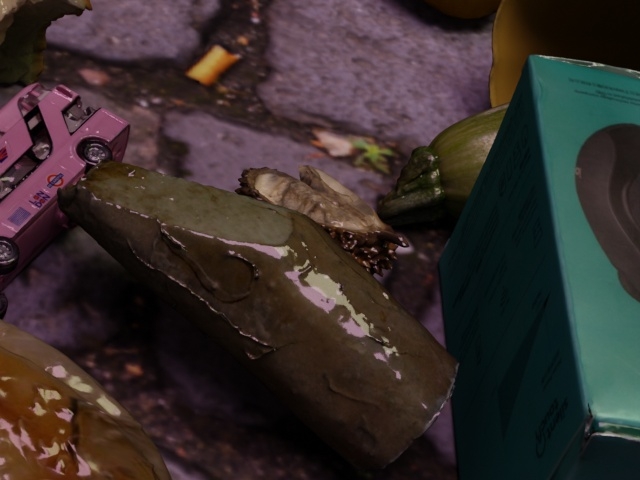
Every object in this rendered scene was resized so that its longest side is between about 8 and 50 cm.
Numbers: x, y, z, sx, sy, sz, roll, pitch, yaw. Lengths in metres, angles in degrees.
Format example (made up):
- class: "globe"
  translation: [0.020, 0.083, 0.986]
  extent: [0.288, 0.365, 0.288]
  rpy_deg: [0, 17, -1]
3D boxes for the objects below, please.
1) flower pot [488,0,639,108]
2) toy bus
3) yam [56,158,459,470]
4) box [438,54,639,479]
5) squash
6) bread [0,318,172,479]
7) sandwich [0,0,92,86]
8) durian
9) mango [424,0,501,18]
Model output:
- class: "flower pot"
  translation: [0.250, -0.132, 1.411]
  extent: [0.179, 0.195, 0.195]
  rpy_deg: [-15, 53, -48]
- class: "toy bus"
  translation: [-0.202, -0.023, 1.205]
  extent: [0.090, 0.063, 0.203]
  rpy_deg: [31, 45, 10]
- class: "yam"
  translation: [-0.036, 0.027, 1.159]
  extent: [0.259, 0.106, 0.106]
  rpy_deg: [42, 45, -1]
- class: "box"
  translation: [0.163, 0.064, 1.161]
  extent: [0.118, 0.205, 0.311]
  rpy_deg: [8, 44, -10]
- class: "squash"
  translation: [0.102, -0.050, 1.332]
  extent: [0.132, 0.105, 0.105]
  rpy_deg: [-5, 49, -14]
- class: "bread"
  translation: [-0.166, 0.166, 0.956]
  extent: [0.192, 0.171, 0.314]
  rpy_deg: [-2, 49, -26]
- class: "sandwich"
  translation: [-0.275, -0.174, 1.297]
  extent: [0.108, 0.220, 0.186]
  rpy_deg: [-30, 100, -42]
- class: "durian"
  translation: [0.002, 0.001, 1.250]
  extent: [0.140, 0.071, 0.110]
  rpy_deg: [25, 23, 39]
- class: "mango"
  translation: [0.087, -0.273, 1.528]
  extent: [0.136, 0.099, 0.227]
  rpy_deg: [-17, 57, -36]
